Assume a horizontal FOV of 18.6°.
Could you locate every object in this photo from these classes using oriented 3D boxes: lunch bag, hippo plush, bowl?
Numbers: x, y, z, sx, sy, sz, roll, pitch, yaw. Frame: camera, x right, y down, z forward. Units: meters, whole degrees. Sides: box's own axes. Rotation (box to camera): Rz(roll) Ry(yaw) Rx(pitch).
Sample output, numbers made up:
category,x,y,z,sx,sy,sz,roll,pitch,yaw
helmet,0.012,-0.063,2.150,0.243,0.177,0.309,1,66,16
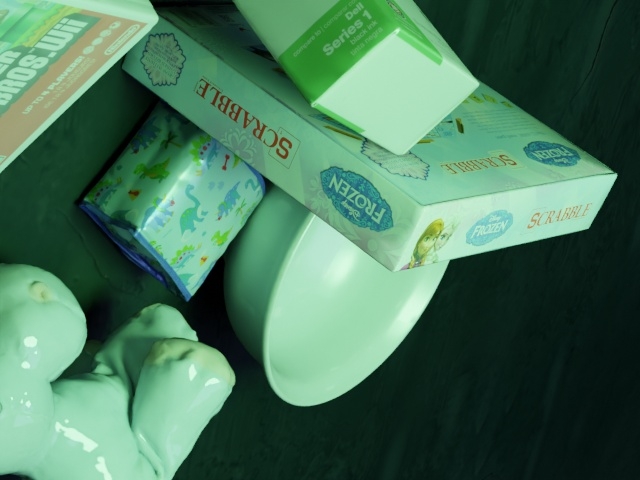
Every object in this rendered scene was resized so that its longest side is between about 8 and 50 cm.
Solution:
category,x,y,z,sx,sy,sz,roll,pitch,yaw
lunch bag,-0.119,-0.032,1.721,0.129,0.096,0.151,-53,141,-10
hippo plush,-0.246,0.148,1.642,0.236,0.234,0.294,34,71,-31
bowl,0.000,0.000,1.895,0.298,0.134,0.298,-37,144,-33

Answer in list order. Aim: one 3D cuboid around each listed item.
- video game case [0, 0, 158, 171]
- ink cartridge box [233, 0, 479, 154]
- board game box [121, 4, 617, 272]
category,x,y,z,sx,sy,sz,roll,pitch,yaw
video game case,-0.269,-0.121,1.393,0.204,0.025,0.285,-40,158,24
ink cartridge box,0.002,-0.187,1.512,0.092,0.219,0.160,-41,154,13
board game box,0.047,-0.101,1.683,0.318,0.318,0.066,-10,131,-52
